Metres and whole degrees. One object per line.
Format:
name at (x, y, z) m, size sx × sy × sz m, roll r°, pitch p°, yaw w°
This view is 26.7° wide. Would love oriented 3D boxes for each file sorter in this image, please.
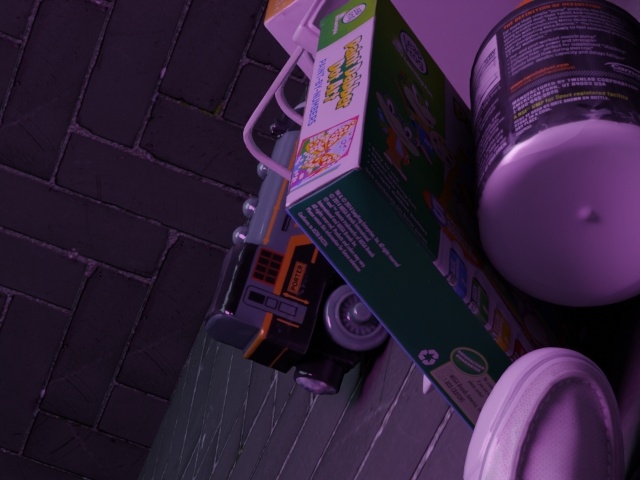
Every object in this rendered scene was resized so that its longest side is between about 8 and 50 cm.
file sorter at (0.081, -0.160, 1.150) m, size 0.173 × 0.193 × 0.277 m, roll -51°, pitch 9°, yaw 50°

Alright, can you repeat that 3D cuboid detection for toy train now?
toy train at (0.000, 0.000, 1.498) m, size 0.142 × 0.190 × 0.333 m, roll 132°, pitch 157°, yaw -67°

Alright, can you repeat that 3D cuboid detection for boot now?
boot at (0.127, 0.176, 0.672) m, size 0.123 × 0.095 × 0.258 m, roll 153°, pitch 129°, yaw -69°

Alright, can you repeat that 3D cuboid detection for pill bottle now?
pill bottle at (0.161, -0.076, 0.866) m, size 0.245 × 0.130 × 0.130 m, roll -82°, pitch 15°, yaw -57°

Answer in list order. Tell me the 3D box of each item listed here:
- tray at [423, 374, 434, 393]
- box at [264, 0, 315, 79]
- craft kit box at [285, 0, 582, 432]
tray at (0.152, -0.005, 1.095) m, size 0.145 × 0.030 × 0.270 m, roll -82°, pitch 15°, yaw -52°
box at (0.078, -0.294, 1.532) m, size 0.215 × 0.168 × 0.345 m, roll -35°, pitch 20°, yaw 16°
craft kit box at (0.081, -0.008, 0.855) m, size 0.061 × 0.250 × 0.246 m, roll -31°, pitch 26°, yaw 19°
